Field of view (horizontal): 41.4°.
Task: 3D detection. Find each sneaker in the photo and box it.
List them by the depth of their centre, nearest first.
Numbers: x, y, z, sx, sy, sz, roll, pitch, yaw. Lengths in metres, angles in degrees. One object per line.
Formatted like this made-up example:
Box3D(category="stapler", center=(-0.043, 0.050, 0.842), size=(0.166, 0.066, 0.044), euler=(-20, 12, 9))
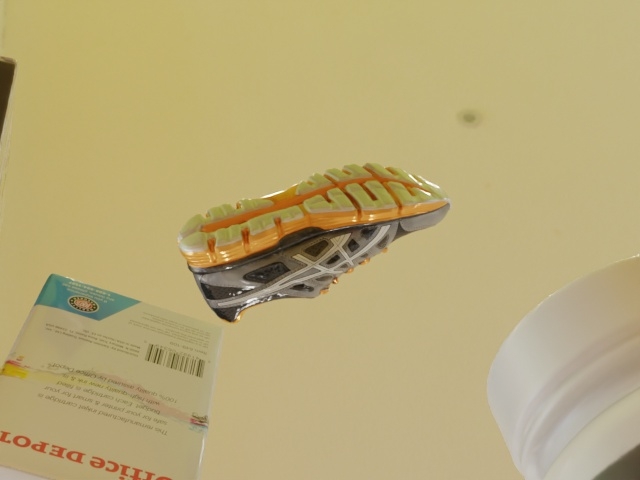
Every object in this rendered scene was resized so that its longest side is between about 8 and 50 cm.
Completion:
Box3D(category="sneaker", center=(0.000, 0.000, 0.661), size=(0.215, 0.083, 0.084), euler=(-15, -152, -10))

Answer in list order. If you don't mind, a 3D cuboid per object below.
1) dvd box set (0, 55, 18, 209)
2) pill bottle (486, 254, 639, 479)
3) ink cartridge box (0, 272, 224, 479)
Box3D(category="dvd box set", center=(-0.436, 0.025, 1.039), size=(0.062, 0.420, 0.307), euler=(9, -127, -18))
Box3D(category="pill bottle", center=(0.183, 0.147, 0.332), size=(0.161, 0.161, 0.283), euler=(-13, -137, -8))
Box3D(category="ink cartridge box", center=(-0.228, 0.206, 0.830), size=(0.198, 0.197, 0.270), euler=(19, -152, -11))
